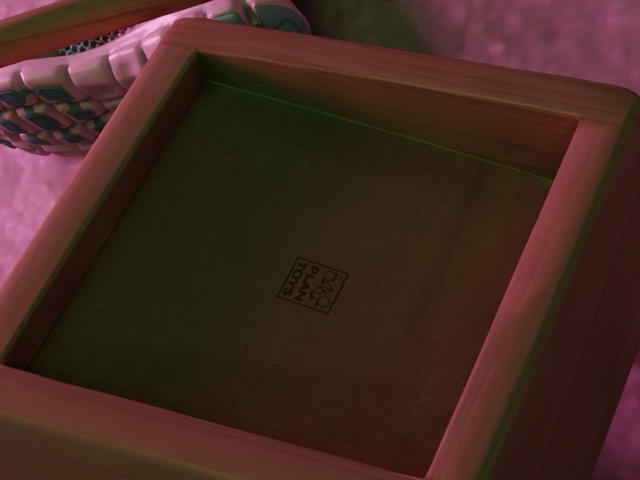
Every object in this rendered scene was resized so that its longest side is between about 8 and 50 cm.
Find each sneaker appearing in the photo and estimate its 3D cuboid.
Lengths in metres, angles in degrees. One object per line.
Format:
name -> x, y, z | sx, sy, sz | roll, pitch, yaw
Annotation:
sneaker -> -0.078, -0.085, 0.671 | 0.166, 0.065, 0.076 | -13, 59, 23

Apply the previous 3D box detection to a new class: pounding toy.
pounding toy -> -0.006, -0.006, 0.446 | 0.181, 0.094, 0.206 | 12, 54, 23
